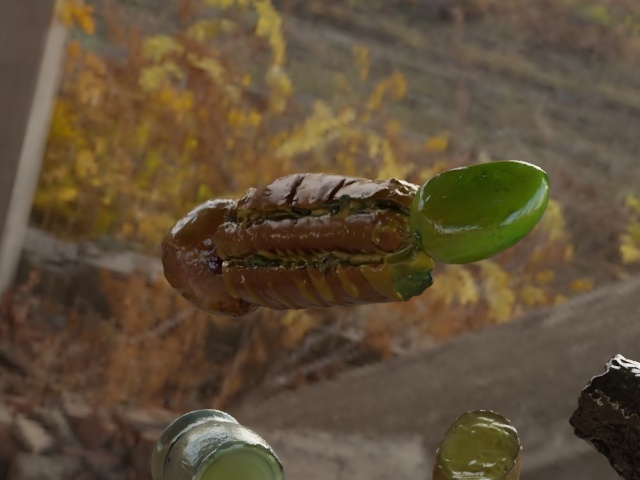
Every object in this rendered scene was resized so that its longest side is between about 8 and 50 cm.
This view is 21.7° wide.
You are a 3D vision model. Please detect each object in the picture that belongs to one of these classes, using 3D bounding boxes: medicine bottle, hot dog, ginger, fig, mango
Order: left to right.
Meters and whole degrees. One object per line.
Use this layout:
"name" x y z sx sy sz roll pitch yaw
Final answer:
"fig" -0.137 0.008 2.212 0.159 0.159 0.257 12 12 -14
"medicine bottle" -0.134 0.305 2.169 0.147 0.147 0.143 7 9 -28
"hot dog" 0.000 0.000 1.380 0.072 0.115 0.269 3 -8 -36
"ginger" 0.201 0.393 2.226 0.126 0.354 0.190 7 -19 9
"mango" 0.117 -0.022 1.221 0.056 0.108 0.073 53 12 -51

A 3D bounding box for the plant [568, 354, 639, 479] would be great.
"plant" 0.414 0.234 2.070 0.194 0.129 0.132 29 43 23
